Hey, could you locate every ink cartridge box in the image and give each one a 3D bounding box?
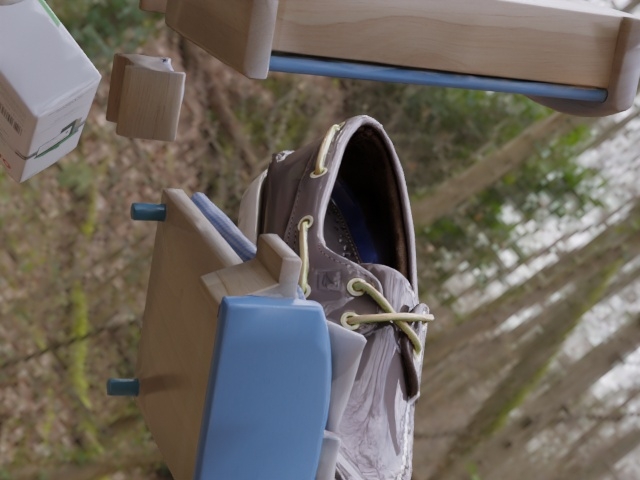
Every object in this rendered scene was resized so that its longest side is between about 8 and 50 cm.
[{"bbox_3d":[-0.340,-0.179,1.553,0.160,0.092,0.219,53,-23,3],"label":"ink cartridge box"}]

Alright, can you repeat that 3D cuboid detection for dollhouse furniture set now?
[{"bbox_3d":[0.000,0.000,0.755,0.286,0.198,0.303,-138,-124,-63],"label":"dollhouse furniture set"}]

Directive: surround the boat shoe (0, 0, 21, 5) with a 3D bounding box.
[{"bbox_3d":[-0.235,-0.304,1.235,0.078,0.219,0.070,38,-24,-17],"label":"boat shoe"}]

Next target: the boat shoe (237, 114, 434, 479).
[{"bbox_3d":[0.014,0.043,0.852,0.116,0.097,0.324,34,30,-26],"label":"boat shoe"}]
